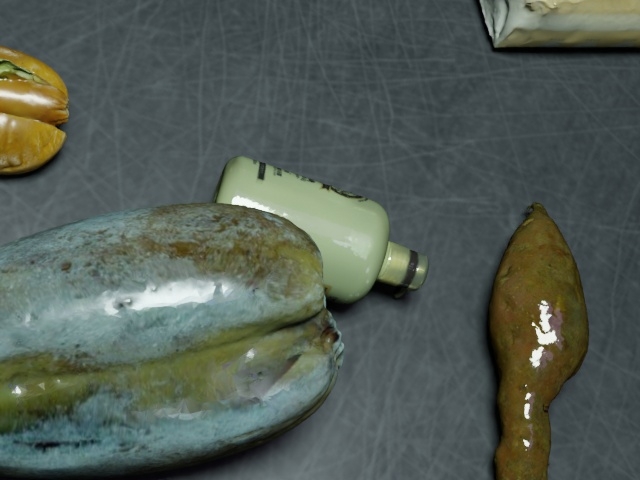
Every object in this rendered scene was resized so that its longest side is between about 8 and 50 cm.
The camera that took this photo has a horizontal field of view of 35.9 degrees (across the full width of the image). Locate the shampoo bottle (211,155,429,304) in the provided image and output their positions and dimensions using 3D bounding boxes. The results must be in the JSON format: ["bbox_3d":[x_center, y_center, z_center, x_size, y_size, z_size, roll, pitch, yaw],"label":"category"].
[{"bbox_3d":[0.000,0.000,0.703,0.162,0.079,0.079,18,62,-9],"label":"shampoo bottle"}]

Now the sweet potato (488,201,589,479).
[{"bbox_3d":[0.158,0.081,0.721,0.075,0.075,0.269,14,66,-12],"label":"sweet potato"}]

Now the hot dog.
[{"bbox_3d":[-0.295,-0.107,0.663,0.249,0.068,0.100,9,63,-14],"label":"hot dog"}]

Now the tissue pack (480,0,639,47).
[{"bbox_3d":[0.243,-0.266,0.898,0.222,0.090,0.186,-6,71,-19],"label":"tissue pack"}]

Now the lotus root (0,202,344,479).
[{"bbox_3d":[-0.146,0.064,0.595,0.322,0.140,0.158,-8,110,-12],"label":"lotus root"}]
